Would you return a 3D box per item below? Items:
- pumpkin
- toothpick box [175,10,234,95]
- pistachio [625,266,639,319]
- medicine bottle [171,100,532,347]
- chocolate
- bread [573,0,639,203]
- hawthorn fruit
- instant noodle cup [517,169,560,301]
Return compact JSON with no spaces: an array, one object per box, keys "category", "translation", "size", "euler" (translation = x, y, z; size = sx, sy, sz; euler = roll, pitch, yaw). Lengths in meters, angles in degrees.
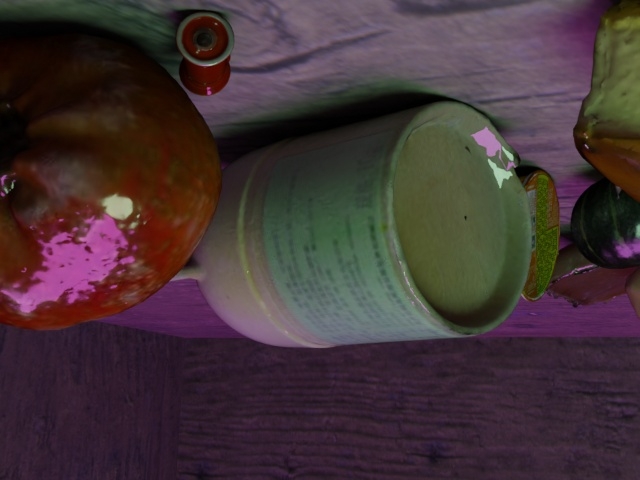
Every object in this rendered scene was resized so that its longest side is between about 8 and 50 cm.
[{"category":"pumpkin","translation":[0.382,-0.024,1.202],"size":[0.167,0.125,0.167],"euler":[4,158,1]},{"category":"toothpick box","translation":[-0.096,-0.153,0.840],"size":[0.047,0.047,0.083],"euler":[4,170,-6]},{"category":"pistachio","translation":[0.584,0.075,1.498],"size":[0.214,0.193,0.318],"euler":[10,-174,43]},{"category":"medicine bottle","translation":[0.000,0.000,1.114],"size":[0.236,0.235,0.406],"euler":[13,164,-43]},{"category":"chocolate","translation":[0.443,0.035,1.608],"size":[0.161,0.083,0.261],"euler":[-22,160,23]},{"category":"bread","translation":[0.396,-0.074,0.769],"size":[0.333,0.143,0.324],"euler":[7,174,37]},{"category":"hawthorn fruit","translation":[-0.227,-0.056,0.875],"size":[0.284,0.284,0.284],"euler":[2,169,0]},{"category":"instant noodle cup","translation":[0.187,-0.012,1.273],"size":[0.185,0.168,0.168],"euler":[5,172,31]}]
